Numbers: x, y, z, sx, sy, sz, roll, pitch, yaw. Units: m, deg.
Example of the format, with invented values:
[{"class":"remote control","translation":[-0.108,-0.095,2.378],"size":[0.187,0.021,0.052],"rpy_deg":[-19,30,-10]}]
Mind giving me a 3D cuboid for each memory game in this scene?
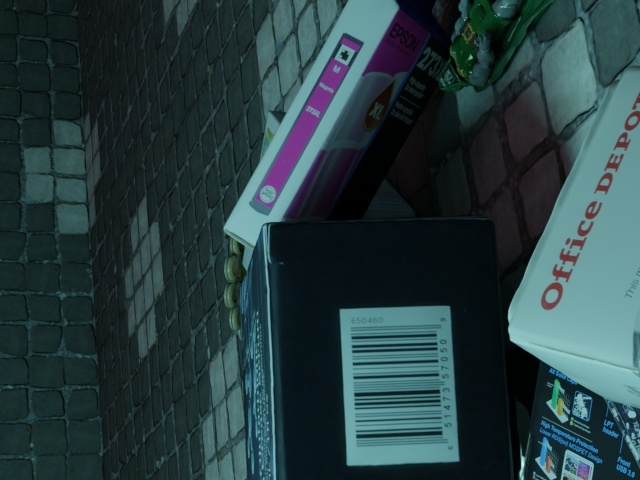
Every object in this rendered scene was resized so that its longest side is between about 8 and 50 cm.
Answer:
[{"class":"memory game","translation":[-0.102,0.057,1.864],"size":[0.186,0.012,0.186],"rpy_deg":[1,-90,-72]}]

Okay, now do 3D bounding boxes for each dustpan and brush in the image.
[{"class":"dustpan and brush","translation":[0.198,0.264,1.159],"size":[0.147,0.060,0.211],"rpy_deg":[-61,-25,-76]}]

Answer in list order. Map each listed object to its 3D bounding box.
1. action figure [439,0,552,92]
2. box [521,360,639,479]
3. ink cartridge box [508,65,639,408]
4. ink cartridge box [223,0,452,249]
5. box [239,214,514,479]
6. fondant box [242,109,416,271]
[{"class":"action figure","translation":[0.172,-0.227,1.279],"size":[0.232,0.064,0.137],"rpy_deg":[115,146,-52]},{"class":"box","translation":[0.272,0.146,0.916],"size":[0.295,0.073,0.293],"rpy_deg":[21,106,56]},{"class":"ink cartridge box","translation":[0.275,0.010,0.743],"size":[0.283,0.117,0.207],"rpy_deg":[11,73,56]},{"class":"ink cartridge box","translation":[0.043,-0.146,1.347],"size":[0.069,0.176,0.370],"rpy_deg":[30,96,26]},{"class":"box","translation":[0.037,0.155,1.263],"size":[0.395,0.212,0.293],"rpy_deg":[119,148,-78]},{"class":"fondant box","translation":[0.000,0.000,1.646],"size":[0.330,0.096,0.238],"rpy_deg":[-127,43,-57]}]
